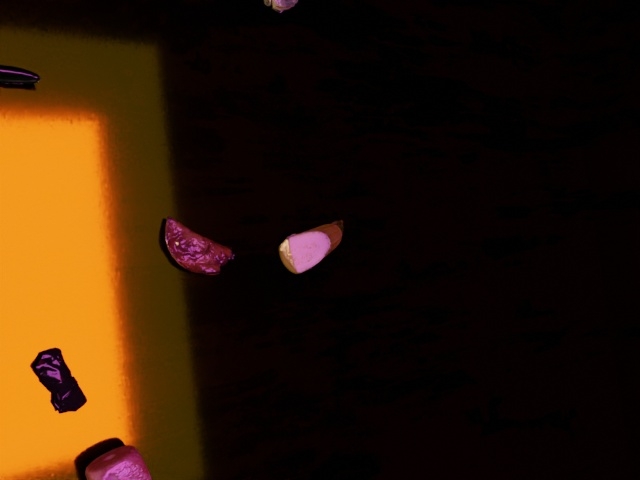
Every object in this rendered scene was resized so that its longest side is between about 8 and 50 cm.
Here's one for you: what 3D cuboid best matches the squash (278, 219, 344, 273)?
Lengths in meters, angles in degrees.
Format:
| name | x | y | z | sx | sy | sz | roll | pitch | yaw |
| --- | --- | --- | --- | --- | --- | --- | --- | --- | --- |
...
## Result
| name | x | y | z | sx | sy | sz | roll | pitch | yaw |
| --- | --- | --- | --- | --- | --- | --- | --- | --- | --- |
| squash | 0.000 | -0.001 | 1.404 | 0.200 | 0.075 | 0.090 | -32 | 76 | -34 |

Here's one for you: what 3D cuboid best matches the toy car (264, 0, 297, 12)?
| name | x | y | z | sx | sy | sz | roll | pitch | yaw |
| --- | --- | --- | --- | --- | --- | --- | --- | --- | --- |
| toy car | -0.119 | -0.646 | 1.423 | 0.093 | 0.058 | 0.186 | -33 | 102 | -31 |

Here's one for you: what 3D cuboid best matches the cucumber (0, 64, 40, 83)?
| name | x | y | z | sx | sy | sz | roll | pitch | yaw |
| --- | --- | --- | --- | --- | --- | --- | --- | --- | --- |
| cucumber | -0.605 | -0.305 | 1.060 | 0.184 | 0.033 | 0.036 | 4 | 106 | -34 |

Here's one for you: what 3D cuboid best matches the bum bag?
| name | x | y | z | sx | sy | sz | roll | pitch | yaw |
| --- | --- | --- | --- | --- | --- | --- | --- | --- | --- |
| bum bag | -0.472 | 0.257 | 1.071 | 0.058 | 0.034 | 0.124 | -38 | 105 | -46 |

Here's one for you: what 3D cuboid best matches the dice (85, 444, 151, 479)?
| name | x | y | z | sx | sy | sz | roll | pitch | yaw |
| --- | --- | --- | --- | --- | --- | --- | --- | --- | --- |
| dice | -0.370 | 0.438 | 1.081 | 0.094 | 0.093 | 0.091 | -24 | 97 | -33 |

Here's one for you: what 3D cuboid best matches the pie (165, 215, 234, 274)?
| name | x | y | z | sx | sy | sz | roll | pitch | yaw |
| --- | --- | --- | --- | --- | --- | --- | --- | --- | --- |
| pie | -0.260 | 0.022 | 1.249 | 0.170 | 0.034 | 0.091 | 26 | 66 | -30 |
